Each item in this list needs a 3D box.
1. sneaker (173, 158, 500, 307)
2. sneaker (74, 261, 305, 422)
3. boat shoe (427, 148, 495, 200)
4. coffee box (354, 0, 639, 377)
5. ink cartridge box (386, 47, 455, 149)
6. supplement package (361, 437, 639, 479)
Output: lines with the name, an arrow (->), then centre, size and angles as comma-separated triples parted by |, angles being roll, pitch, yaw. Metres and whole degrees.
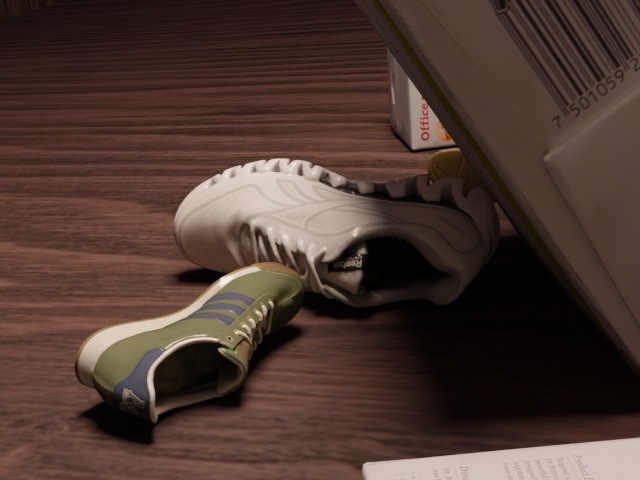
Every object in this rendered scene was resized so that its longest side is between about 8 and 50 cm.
sneaker -> 0.000, 0.000, 0.850 | 0.292, 0.110, 0.118 | 1, 31, 19
sneaker -> -0.072, 0.078, 0.720 | 0.192, 0.064, 0.086 | -21, 33, -34
boat shoe -> 0.190, -0.070, 1.049 | 0.152, 0.056, 0.049 | 10, 19, 13
coffee box -> 0.240, -0.167, 0.718 | 0.338, 0.338, 0.334 | -36, 19, 7
ink cartridge box -> 0.181, -0.199, 1.273 | 0.176, 0.128, 0.127 | -8, 22, -5
supplement package -> 0.124, 0.170, 0.295 | 0.203, 0.149, 0.194 | -5, 21, 1
